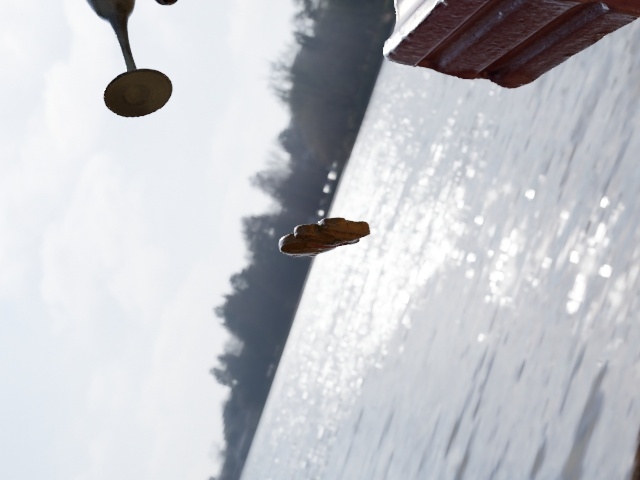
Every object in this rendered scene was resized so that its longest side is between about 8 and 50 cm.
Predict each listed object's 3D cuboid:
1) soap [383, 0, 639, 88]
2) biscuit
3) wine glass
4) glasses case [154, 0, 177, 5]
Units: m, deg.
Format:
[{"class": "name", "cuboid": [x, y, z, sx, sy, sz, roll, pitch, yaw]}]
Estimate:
[{"class": "soap", "cuboid": [0.245, -0.315, 1.255, 0.359, 0.233, 0.128, 158, 122, -76]}, {"class": "biscuit", "cuboid": [0.000, 0.000, 1.980, 0.225, 0.166, 0.036, -21, 69, 45]}, {"class": "wine glass", "cuboid": [-0.321, -0.359, 1.297, 0.264, 0.096, 0.310, 51, -163, -61]}, {"class": "glasses case", "cuboid": [-0.373, -0.647, 2.030, 0.076, 0.327, 0.125, -12, -25, -40]}]
